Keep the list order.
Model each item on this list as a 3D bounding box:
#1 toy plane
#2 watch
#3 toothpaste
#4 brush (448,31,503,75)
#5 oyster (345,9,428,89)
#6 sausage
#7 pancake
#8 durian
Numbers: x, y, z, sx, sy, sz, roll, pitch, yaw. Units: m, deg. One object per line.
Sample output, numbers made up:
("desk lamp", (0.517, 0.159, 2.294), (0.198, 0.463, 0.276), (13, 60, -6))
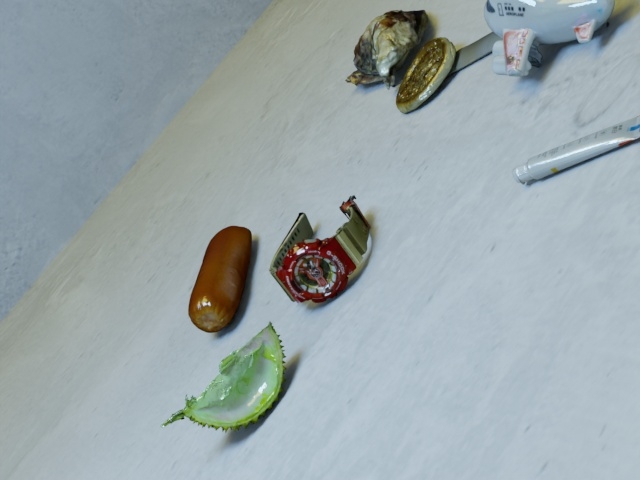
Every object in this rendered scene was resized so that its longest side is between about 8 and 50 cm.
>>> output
("toy plane", (0.344, -0.356, 1.692), (0.252, 0.118, 0.252), (-33, 41, 35))
("watch", (0.003, 0.001, 1.777), (0.165, 0.102, 0.268), (-27, 19, 24))
("toothpaste", (0.333, -0.115, 1.445), (0.190, 0.031, 0.048), (-22, 29, 39))
("brush", (0.322, -0.367, 1.875), (0.321, 0.050, 0.060), (-26, 33, 43))
("oyster", (0.128, -0.391, 2.200), (0.275, 0.100, 0.271), (-63, 12, -25))
("sausage", (-0.175, 0.058, 1.986), (0.089, 0.083, 0.300), (-50, 18, 26))
("pancake", (0.185, -0.299, 1.998), (0.158, 0.028, 0.158), (-46, 25, 30))
("durian", (-0.126, 0.216, 1.602), (0.215, 0.100, 0.086), (-45, 18, -14))
